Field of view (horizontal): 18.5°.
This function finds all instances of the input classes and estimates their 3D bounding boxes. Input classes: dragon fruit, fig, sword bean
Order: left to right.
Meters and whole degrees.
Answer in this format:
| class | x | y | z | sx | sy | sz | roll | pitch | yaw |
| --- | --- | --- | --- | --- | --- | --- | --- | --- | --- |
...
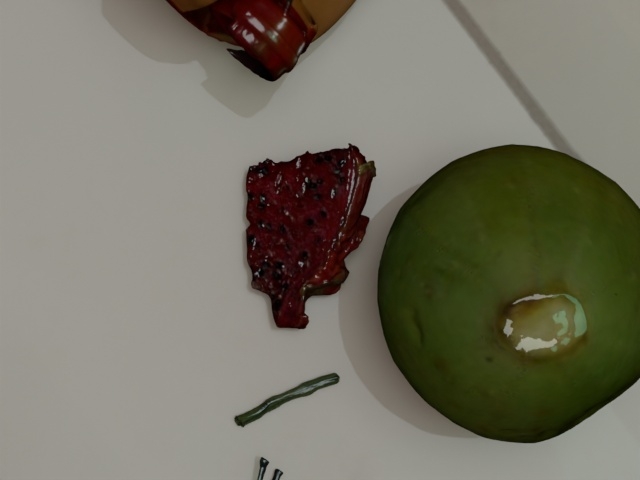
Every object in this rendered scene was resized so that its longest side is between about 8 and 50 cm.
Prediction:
| class | x | y | z | sx | sy | sz | roll | pitch | yaw |
| --- | --- | --- | --- | --- | --- | --- | --- | --- | --- |
| sword bean | -0.025 | 0.116 | 1.437 | 0.083 | 0.012 | 0.012 | -24 | 89 | -8 |
| dragon fruit | 0.001 | -0.001 | 1.438 | 0.097 | 0.063 | 0.131 | -3 | 85 | 24 |
| fig | 0.137 | 0.048 | 1.361 | 0.207 | 0.230 | 0.207 | 4 | 126 | 6 |

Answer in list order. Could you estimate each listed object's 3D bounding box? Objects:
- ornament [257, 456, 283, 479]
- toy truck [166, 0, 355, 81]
| class | x | y | z | sx | sy | sz | roll | pitch | yaw |
| --- | --- | --- | --- | --- | --- | --- | --- | --- | --- |
| ornament | -0.051 | 0.225 | 1.416 | 0.073 | 0.028 | 0.125 | 38 | 80 | -3 |
| toy truck | -0.083 | -0.264 | 1.391 | 0.189 | 0.239 | 0.265 | -50 | 134 | -8 |
